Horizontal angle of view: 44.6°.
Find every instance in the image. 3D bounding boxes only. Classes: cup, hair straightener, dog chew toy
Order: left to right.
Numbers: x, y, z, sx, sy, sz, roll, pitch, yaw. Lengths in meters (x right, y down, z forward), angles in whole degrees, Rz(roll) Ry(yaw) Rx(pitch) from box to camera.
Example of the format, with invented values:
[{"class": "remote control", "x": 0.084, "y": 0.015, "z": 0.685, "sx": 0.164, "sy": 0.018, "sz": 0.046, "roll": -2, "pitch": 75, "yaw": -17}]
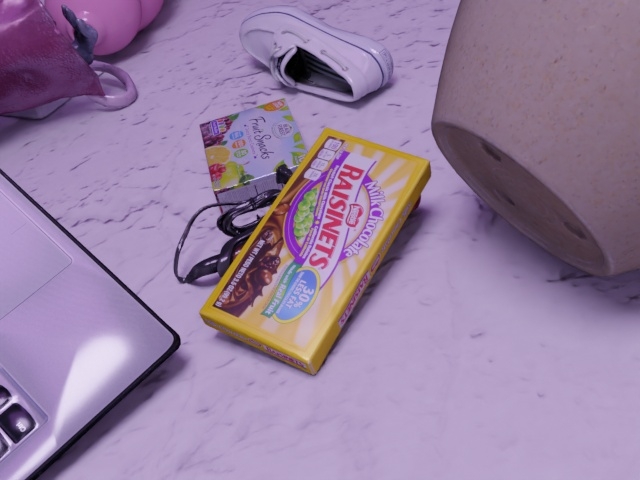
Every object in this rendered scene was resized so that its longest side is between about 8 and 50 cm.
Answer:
[{"class": "dog chew toy", "x": -0.312, "y": -0.395, "z": 1.147, "sx": 0.206, "sy": 0.207, "sz": 0.332, "roll": -9, "pitch": 47, "yaw": 9}, {"class": "hair straightener", "x": -0.029, "y": -0.024, "z": 0.710, "sx": 0.230, "sy": 0.047, "sz": 0.089, "roll": -25, "pitch": 50, "yaw": -3}, {"class": "cup", "x": 0.220, "y": -0.114, "z": 0.561, "sx": 0.237, "sy": 0.331, "sz": 0.331, "roll": -48, "pitch": 43, "yaw": -1}]

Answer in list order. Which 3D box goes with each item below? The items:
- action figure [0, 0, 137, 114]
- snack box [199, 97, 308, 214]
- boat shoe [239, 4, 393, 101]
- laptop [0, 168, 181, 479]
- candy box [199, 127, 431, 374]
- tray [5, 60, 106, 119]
[{"class": "action figure", "x": -0.458, "y": -0.166, "z": 0.937, "sx": 0.248, "sy": 0.276, "sz": 0.370, "roll": 35, "pitch": 83, "yaw": 33}, {"class": "snack box", "x": -0.067, "y": -0.089, "z": 0.807, "sx": 0.100, "sy": 0.037, "sz": 0.141, "roll": -17, "pitch": 38, "yaw": -4}, {"class": "boat shoe", "x": -0.025, "y": -0.218, "z": 0.913, "sx": 0.226, "sy": 0.083, "sz": 0.076, "roll": 21, "pitch": 50, "yaw": 36}, {"class": "laptop", "x": -0.377, "y": 0.038, "z": 0.493, "sx": 0.382, "sy": 0.236, "sz": 0.408, "roll": 39, "pitch": 65, "yaw": 19}, {"class": "candy box", "x": 0.000, "y": 0.000, "z": 0.637, "sx": 0.105, "sy": 0.027, "sz": 0.206, "roll": 22, "pitch": 64, "yaw": 21}, {"class": "tray", "x": -0.447, "y": -0.234, "z": 1.122, "sx": 0.270, "sy": 0.030, "sz": 0.145, "roll": 11, "pitch": 46, "yaw": 29}]
